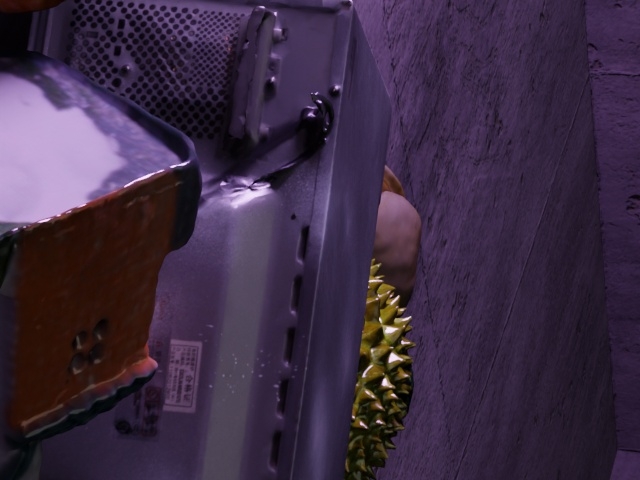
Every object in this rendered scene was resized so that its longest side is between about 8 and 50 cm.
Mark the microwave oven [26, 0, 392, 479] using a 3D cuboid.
[{"bbox_3d":[-0.098,0.054,1.500,0.374,0.236,0.432,59,38,-78],"label":"microwave oven"}]

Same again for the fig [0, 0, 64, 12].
[{"bbox_3d":[-0.217,-0.236,1.316,0.202,0.148,0.149,67,-25,14],"label":"fig"}]

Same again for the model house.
[{"bbox_3d":[-0.232,0.065,1.241,0.271,0.190,0.301,-25,131,-44],"label":"model house"}]

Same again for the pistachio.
[{"bbox_3d":[0.000,0.000,2.017,0.166,0.197,0.288,56,9,34],"label":"pistachio"}]

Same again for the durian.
[{"bbox_3d":[-0.028,0.120,1.792,0.291,0.224,0.291,4,90,-84],"label":"durian"}]
